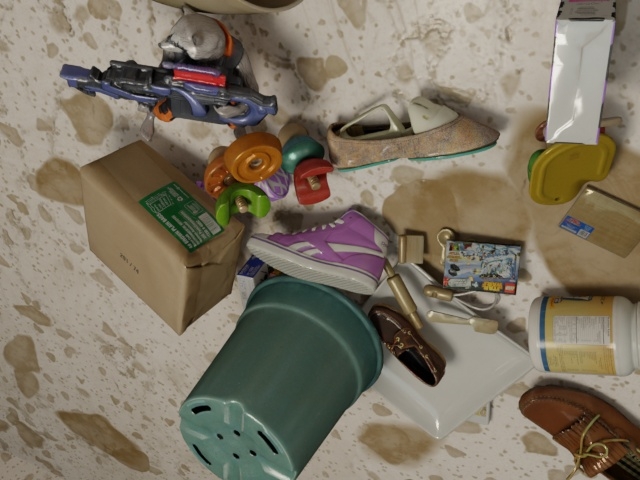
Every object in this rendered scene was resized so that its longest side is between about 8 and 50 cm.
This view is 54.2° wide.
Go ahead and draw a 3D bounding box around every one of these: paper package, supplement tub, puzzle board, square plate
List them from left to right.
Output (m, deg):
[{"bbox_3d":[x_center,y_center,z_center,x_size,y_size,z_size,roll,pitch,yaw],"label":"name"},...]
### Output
[{"bbox_3d":[-0.348,-0.005,1.356,0.325,0.168,0.309,40,145,15],"label":"paper package"},{"bbox_3d":[0.229,0.241,1.370,0.347,0.049,0.344,38,126,3],"label":"square plate"},{"bbox_3d":[0.495,0.173,1.145,0.200,0.144,0.144,-3,123,29],"label":"supplement tub"},{"bbox_3d":[0.493,-0.032,1.079,0.128,0.011,0.096,27,134,7],"label":"puzzle board"}]

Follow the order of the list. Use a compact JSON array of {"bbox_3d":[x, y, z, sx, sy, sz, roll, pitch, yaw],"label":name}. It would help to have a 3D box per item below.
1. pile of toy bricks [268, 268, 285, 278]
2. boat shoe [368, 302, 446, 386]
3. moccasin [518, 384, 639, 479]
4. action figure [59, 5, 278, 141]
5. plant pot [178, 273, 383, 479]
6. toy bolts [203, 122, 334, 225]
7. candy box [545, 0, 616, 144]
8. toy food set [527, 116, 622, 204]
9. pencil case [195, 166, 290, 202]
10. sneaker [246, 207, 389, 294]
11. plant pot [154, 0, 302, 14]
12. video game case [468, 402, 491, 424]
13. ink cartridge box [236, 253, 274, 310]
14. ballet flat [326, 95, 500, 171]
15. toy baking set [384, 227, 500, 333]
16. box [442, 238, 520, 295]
[{"bbox_3d":[-0.065,0.168,1.459,0.118,0.105,0.212,10,129,21],"label":"pile of toy bricks"},{"bbox_3d":[0.179,0.218,1.308,0.207,0.073,0.073,41,127,2],"label":"boat shoe"},{"bbox_3d":[0.582,0.435,1.301,0.380,0.147,0.139,37,133,-3],"label":"moccasin"},{"bbox_3d":[-0.247,-0.281,1.072,0.342,0.178,0.330,10,161,-14],"label":"action figure"},{"bbox_3d":[-0.090,0.302,1.273,0.341,0.334,0.341,16,128,21],"label":"plant pot"},{"bbox_3d":[-0.097,-0.159,1.135,0.218,0.229,0.158,105,148,-52],"label":"toy bolts"},{"bbox_3d":[0.356,-0.249,0.854,0.070,0.196,0.164,7,127,21],"label":"candy box"},{"bbox_3d":[0.387,-0.143,0.985,0.128,0.071,0.217,-13,149,5],"label":"toy food set"},{"bbox_3d":[-0.160,-0.110,1.304,0.206,0.086,0.088,-14,147,34],"label":"pencil case"},{"bbox_3d":[0.000,0.000,1.273,0.282,0.161,0.102,15,160,12],"label":"sneaker"},{"bbox_3d":[-0.180,-0.461,0.965,0.274,0.256,0.256,6,129,45],"label":"plant pot"},{"bbox_3d":[0.291,0.326,1.452,0.207,0.026,0.226,8,128,22],"label":"video game case"},{"bbox_3d":[-0.142,0.136,1.481,0.046,0.097,0.207,10,128,21],"label":"ink cartridge box"},{"bbox_3d":[0.144,-0.188,1.080,0.316,0.107,0.106,-6,115,29],"label":"ballet flat"},{"bbox_3d":[0.241,0.093,1.239,0.197,0.030,0.256,-22,98,22],"label":"toy baking set"},{"bbox_3d":[0.305,0.050,1.189,0.137,0.027,0.093,6,97,14],"label":"box"}]
